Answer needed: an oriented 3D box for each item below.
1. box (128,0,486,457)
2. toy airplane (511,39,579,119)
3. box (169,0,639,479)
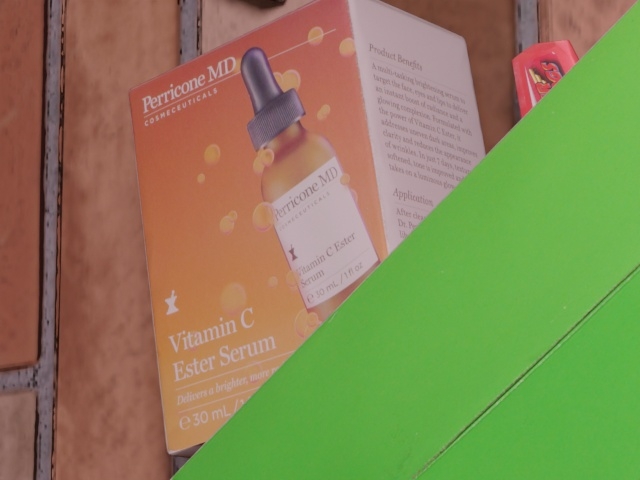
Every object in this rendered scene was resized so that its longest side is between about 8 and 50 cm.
[{"bbox_3d":[0.000,0.000,0.747,0.130,0.091,0.171,-22,68,34],"label":"box"},{"bbox_3d":[0.130,-0.021,0.686,0.151,0.028,0.151,-3,84,36],"label":"toy airplane"},{"bbox_3d":[0.130,0.053,0.540,0.262,0.231,0.127,-47,56,22],"label":"box"}]
